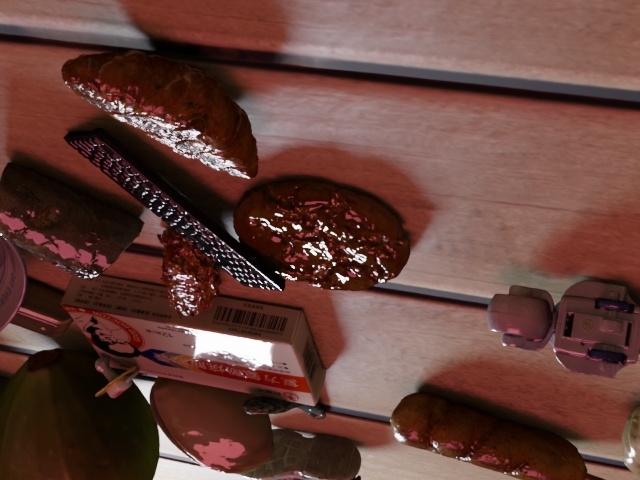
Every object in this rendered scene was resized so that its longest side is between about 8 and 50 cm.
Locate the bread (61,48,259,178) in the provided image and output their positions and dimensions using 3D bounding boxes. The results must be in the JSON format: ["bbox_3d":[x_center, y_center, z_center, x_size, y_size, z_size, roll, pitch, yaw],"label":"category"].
[{"bbox_3d":[-0.147,-0.139,1.176,0.233,0.076,0.105,26,163,-30],"label":"bread"}]

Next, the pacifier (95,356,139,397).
[{"bbox_3d":[-0.318,0.204,1.796,0.083,0.068,0.064,-38,87,38],"label":"pacifier"}]

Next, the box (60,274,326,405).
[{"bbox_3d":[-0.181,0.146,1.720,0.353,0.069,0.214,10,151,16],"label":"box"}]

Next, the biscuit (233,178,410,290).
[{"bbox_3d":[0.000,0.000,1.381,0.225,0.042,0.226,12,150,7],"label":"biscuit"}]

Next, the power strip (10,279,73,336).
[{"bbox_3d":[-0.556,0.051,1.759,0.387,0.066,0.092,22,153,-14],"label":"power strip"}]

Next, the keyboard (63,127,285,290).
[{"bbox_3d":[-0.168,-0.032,1.391,0.309,0.018,0.101,41,159,-29],"label":"keyboard"}]

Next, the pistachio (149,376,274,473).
[{"bbox_3d":[-0.169,0.278,1.866,0.223,0.152,0.126,37,155,3],"label":"pistachio"}]

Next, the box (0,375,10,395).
[{"bbox_3d":[-0.657,0.356,2.222,0.290,0.166,0.221,17,141,1],"label":"box"}]

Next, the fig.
[{"bbox_3d":[-0.420,0.319,1.944,0.316,0.316,0.316,13,152,7],"label":"fig"}]

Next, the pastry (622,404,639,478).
[{"bbox_3d":[0.477,0.272,1.556,0.156,0.092,0.156,13,155,6],"label":"pastry"}]

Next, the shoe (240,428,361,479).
[{"bbox_3d":[-0.027,0.400,2.050,0.227,0.099,0.125,0,145,20],"label":"shoe"}]

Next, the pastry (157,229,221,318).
[{"bbox_3d":[-0.175,0.050,1.542,0.087,0.063,0.169,14,153,10],"label":"pastry"}]

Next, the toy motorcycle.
[{"bbox_3d":[0.319,0.103,1.350,0.254,0.113,0.112,8,151,13],"label":"toy motorcycle"}]

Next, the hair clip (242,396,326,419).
[{"bbox_3d":[-0.048,0.258,1.824,0.066,0.036,0.229,1,171,27],"label":"hair clip"}]

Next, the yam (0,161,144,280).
[{"bbox_3d":[-0.325,-0.021,1.464,0.183,0.107,0.107,28,150,-16],"label":"yam"}]

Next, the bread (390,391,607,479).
[{"bbox_3d":[0.269,0.303,1.734,0.343,0.084,0.124,17,174,-1],"label":"bread"}]

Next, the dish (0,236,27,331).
[{"bbox_3d":[-0.554,0.026,1.635,0.273,0.134,0.273,-11,131,-13],"label":"dish"}]
